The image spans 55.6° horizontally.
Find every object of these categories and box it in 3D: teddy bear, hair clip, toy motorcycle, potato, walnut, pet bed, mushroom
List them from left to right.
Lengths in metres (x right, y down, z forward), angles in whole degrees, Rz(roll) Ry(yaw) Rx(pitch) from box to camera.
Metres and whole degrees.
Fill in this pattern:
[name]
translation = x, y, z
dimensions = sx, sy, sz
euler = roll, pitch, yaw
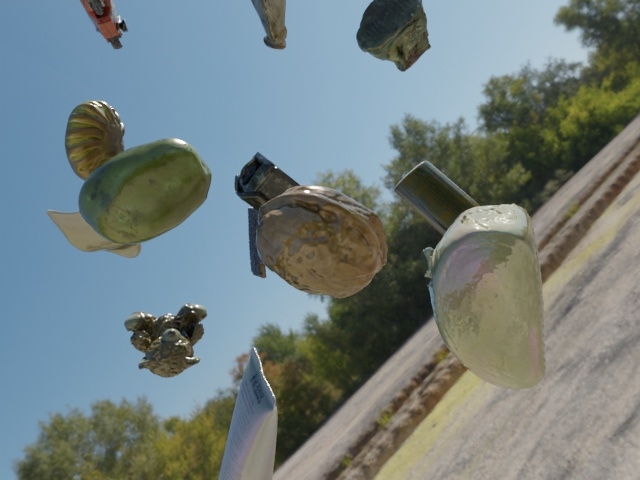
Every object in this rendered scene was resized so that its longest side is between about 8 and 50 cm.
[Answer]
[toy motorcycle]
translation = -0.640, -0.680, 1.772
dimensions = 0.089, 0.171, 0.298
euler = -27, -4, -9
[hair clip]
translation = -0.621, -0.023, 1.744
dimensions = 0.172, 0.113, 0.282
euler = -12, -13, 13
[potato]
translation = -0.392, -0.106, 1.357
dimensions = 0.304, 0.216, 0.216
euler = -17, -6, 11
[teddy bear]
translation = -0.487, 0.328, 1.939
dimensions = 0.267, 0.256, 0.156
euler = -6, -65, -12
[pet bed]
translation = -0.152, -0.140, 1.842
dimensions = 0.211, 0.183, 0.159
euler = 37, -87, -36
[mushroom]
translation = -0.136, -0.653, 1.713
dimensions = 0.093, 0.116, 0.225
euler = -49, -45, -27
[walnut]
translation = 0.000, 0.000, 1.074
dimensions = 0.198, 0.245, 0.198
euler = -63, -1, -2

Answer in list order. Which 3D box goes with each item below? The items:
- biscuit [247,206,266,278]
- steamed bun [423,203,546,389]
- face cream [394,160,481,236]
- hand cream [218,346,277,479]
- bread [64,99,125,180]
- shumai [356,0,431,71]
[biscuit]
translation = -0.210, 0.007, 1.983
dimensions = 0.025, 0.231, 0.131
euler = -4, 5, -21
[steamed bun]
translation = 0.219, 0.074, 0.816
dimensions = 0.152, 0.239, 0.170
euler = -2, 23, 19
[face cream]
translation = 0.349, -0.089, 1.674
dimensions = 0.139, 0.285, 0.067
euler = -41, -18, -15
[hand cream]
translation = -0.141, 0.418, 1.264
dimensions = 0.118, 0.185, 0.359
euler = 3, -66, -20
[bread]
translation = -0.576, -0.256, 1.575
dimensions = 0.213, 0.104, 0.213
euler = 6, -90, -76
[shumai]
translation = 0.194, -0.501, 1.449
dimensions = 0.184, 0.184, 0.142
euler = -45, -37, 11
